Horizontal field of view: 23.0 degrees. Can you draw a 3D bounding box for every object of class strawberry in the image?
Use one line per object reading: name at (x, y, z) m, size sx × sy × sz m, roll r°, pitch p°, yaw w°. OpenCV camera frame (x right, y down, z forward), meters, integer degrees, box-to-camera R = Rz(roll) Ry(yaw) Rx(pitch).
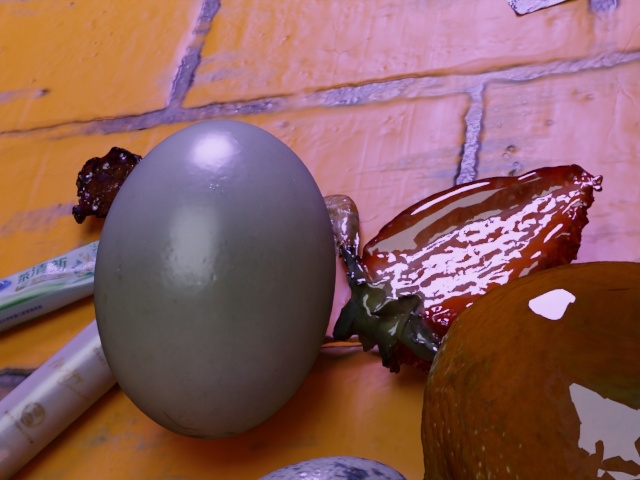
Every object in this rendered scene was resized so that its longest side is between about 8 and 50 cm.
strawberry at (0.128, 0.022, 1.314) m, size 0.174 × 0.098 × 0.228 m, roll 24°, pitch 58°, yaw 39°

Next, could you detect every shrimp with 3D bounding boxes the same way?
shrimp at (0.000, 0.000, 1.448) m, size 0.083 × 0.023 × 0.114 m, roll -23°, pitch 37°, yaw 6°

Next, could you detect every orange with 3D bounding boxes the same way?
orange at (0.225, 0.133, 1.092) m, size 0.262 × 0.196 × 0.335 m, roll -2°, pitch 36°, yaw -17°

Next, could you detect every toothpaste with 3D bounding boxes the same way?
toothpaste at (-0.312, 0.065, 1.514) m, size 0.296 × 0.048 × 0.075 m, roll -22°, pitch 37°, yaw -1°

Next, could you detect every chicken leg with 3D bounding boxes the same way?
chicken leg at (-0.187, -0.036, 1.539) m, size 0.093 × 0.053 × 0.205 m, roll -44°, pitch 34°, yaw -13°

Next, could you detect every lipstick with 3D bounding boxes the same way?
lipstick at (-0.243, 0.145, 1.390) m, size 0.264 × 0.059 × 0.059 m, roll -42°, pitch 45°, yaw -18°

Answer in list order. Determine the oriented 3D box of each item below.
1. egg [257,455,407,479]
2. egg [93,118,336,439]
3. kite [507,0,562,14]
egg at (-0.002, 0.225, 1.147) m, size 0.172 × 0.132 × 0.132 m, roll -31°, pitch 42°, yaw -22°
egg at (-0.088, 0.030, 1.321) m, size 0.202 × 0.203 × 0.283 m, roll -6°, pitch 63°, yaw 20°
kite at (0.228, -0.343, 1.683) m, size 0.152 × 0.015 × 0.285 m, roll -25°, pitch 43°, yaw -1°
